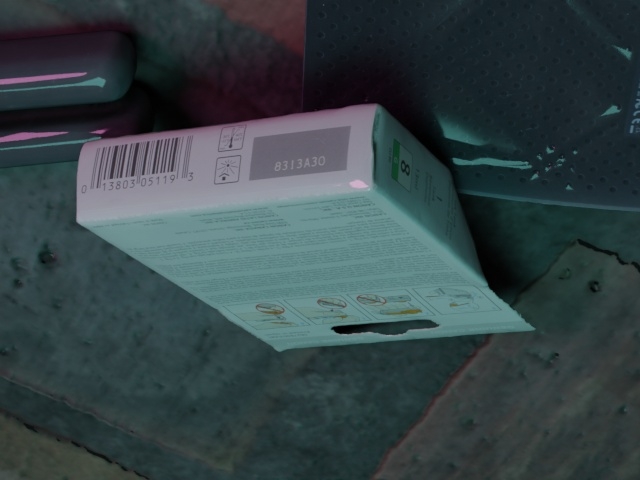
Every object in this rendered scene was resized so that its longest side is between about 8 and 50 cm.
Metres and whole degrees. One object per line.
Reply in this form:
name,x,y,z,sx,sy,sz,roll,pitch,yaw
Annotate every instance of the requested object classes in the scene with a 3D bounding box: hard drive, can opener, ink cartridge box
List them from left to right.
can opener,-0.237,-0.055,0.927,0.283,0.095,0.076,-4,129,12
ink cartridge box,0.000,0.000,0.936,0.181,0.056,0.225,-6,158,28
hard drive,0.120,-0.099,0.865,0.255,0.054,0.172,6,129,4
